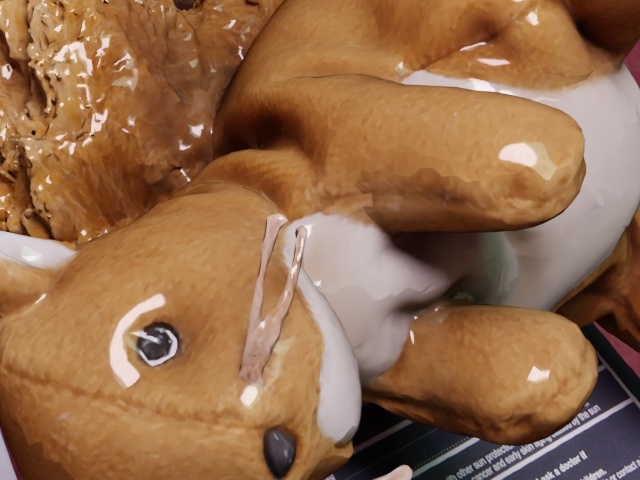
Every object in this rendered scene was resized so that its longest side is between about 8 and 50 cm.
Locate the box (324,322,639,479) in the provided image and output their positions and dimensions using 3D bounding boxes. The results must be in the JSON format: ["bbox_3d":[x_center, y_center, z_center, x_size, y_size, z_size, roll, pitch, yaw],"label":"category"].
[{"bbox_3d":[0.099,0.232,0.986,0.296,0.182,0.294,-23,67,-35],"label":"box"}]

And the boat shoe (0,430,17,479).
[{"bbox_3d":[-0.199,0.164,0.978,0.076,0.080,0.228,-12,59,-24],"label":"boat shoe"}]

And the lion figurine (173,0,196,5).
[{"bbox_3d":[-0.088,-0.207,1.204,0.392,0.240,0.142,-15,62,-32],"label":"lion figurine"}]

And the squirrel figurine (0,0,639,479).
[{"bbox_3d":[-0.036,-0.004,0.897,0.397,0.281,0.370,24,49,40],"label":"squirrel figurine"}]
